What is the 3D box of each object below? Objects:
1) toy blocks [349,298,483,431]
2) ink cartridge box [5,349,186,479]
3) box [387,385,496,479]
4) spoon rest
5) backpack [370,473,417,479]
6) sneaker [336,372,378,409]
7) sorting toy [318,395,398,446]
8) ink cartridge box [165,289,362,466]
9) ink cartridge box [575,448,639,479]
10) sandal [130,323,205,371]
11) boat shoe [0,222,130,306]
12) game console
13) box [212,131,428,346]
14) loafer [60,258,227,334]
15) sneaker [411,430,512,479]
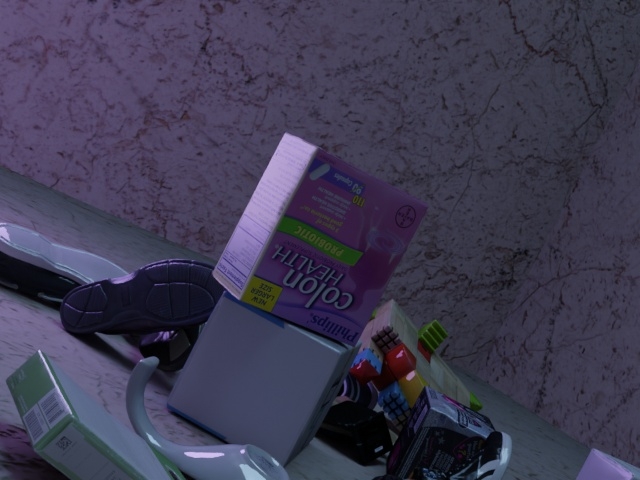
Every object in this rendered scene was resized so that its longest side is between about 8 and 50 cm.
[{"bbox_3d":[0.196,0.307,2.043,0.381,0.191,0.261,50,19,-11],"label":"toy blocks"},{"bbox_3d":[-0.219,0.232,1.013,0.235,0.056,0.171,51,-11,-30],"label":"ink cartridge box"},{"bbox_3d":[0.213,0.366,1.651,0.142,0.163,0.247,28,2,3],"label":"box"},{"bbox_3d":[-0.138,0.263,1.182,0.276,0.084,0.137,41,5,10],"label":"spoon rest"},{"bbox_3d":[0.146,0.376,1.223,0.182,0.115,0.152,29,-1,-13],"label":"backpack"},{"bbox_3d":[-0.014,0.273,2.071,0.282,0.099,0.153,32,2,32],"label":"sneaker"},{"bbox_3d":[-0.016,0.317,1.848,0.229,0.041,0.307,20,5,-36],"label":"sorting toy"},{"bbox_3d":[-0.077,0.205,1.490,0.198,0.197,0.270,28,2,9],"label":"ink cartridge box"},{"bbox_3d":[0.575,0.526,1.735,0.278,0.201,0.117,26,2,-28],"label":"ink cartridge box"},{"bbox_3d":[-0.253,0.162,1.637,0.086,0.120,0.303,55,-12,-18],"label":"sandal"},{"bbox_3d":[-0.450,0.068,1.674,0.303,0.091,0.114,28,21,-22],"label":"boat shoe"},{"bbox_3d":[0.064,0.341,1.707,0.071,0.107,0.122,-19,-7,29],"label":"game console"},{"bbox_3d":[0.000,0.000,1.404,0.214,0.242,0.117,26,4,-31],"label":"box"},{"bbox_3d":[-0.268,0.100,1.539,0.303,0.109,0.095,-9,-21,16],"label":"loafer"},{"bbox_3d":[0.206,0.354,1.444,0.121,0.217,0.079,30,-40,4],"label":"sneaker"}]
